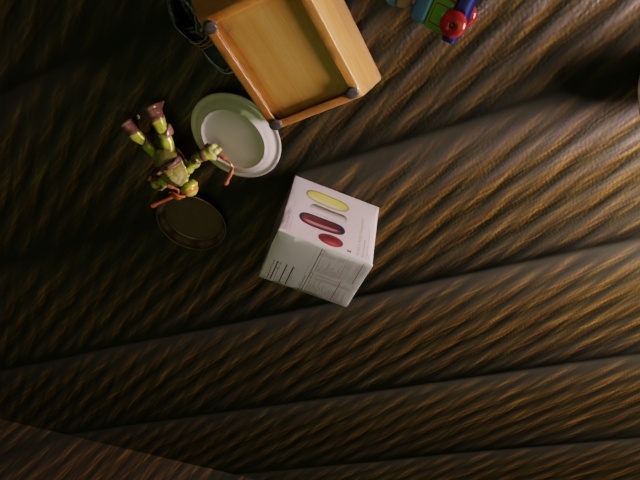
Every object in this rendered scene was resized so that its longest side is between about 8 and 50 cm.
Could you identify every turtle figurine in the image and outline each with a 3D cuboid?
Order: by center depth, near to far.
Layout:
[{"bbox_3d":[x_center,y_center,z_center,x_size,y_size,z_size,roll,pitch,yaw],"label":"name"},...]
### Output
[{"bbox_3d":[-0.326,-0.166,1.229,0.270,0.087,0.217,-18,112,37],"label":"turtle figurine"}]

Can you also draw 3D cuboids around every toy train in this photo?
[{"bbox_3d":[0.208,-0.448,0.900,0.143,0.105,0.248,29,128,8],"label":"toy train"}]

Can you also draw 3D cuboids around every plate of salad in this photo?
[{"bbox_3d":[-0.171,-0.217,1.203,0.200,0.048,0.199,13,135,14],"label":"plate of salad"}]

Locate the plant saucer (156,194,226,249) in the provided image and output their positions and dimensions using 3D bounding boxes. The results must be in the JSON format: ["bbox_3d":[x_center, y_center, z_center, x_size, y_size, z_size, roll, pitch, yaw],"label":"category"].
[{"bbox_3d":[-0.304,-0.048,1.393,0.169,0.029,0.168,6,133,6],"label":"plant saucer"}]

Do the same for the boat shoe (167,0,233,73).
[{"bbox_3d":[-0.212,-0.368,1.050,0.065,0.083,0.183,-14,128,22],"label":"boat shoe"}]

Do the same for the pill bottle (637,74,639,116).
[{"bbox_3d":[0.661,-0.242,0.962,0.229,0.131,0.131,-9,129,19],"label":"pill bottle"}]

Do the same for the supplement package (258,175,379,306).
[{"bbox_3d":[0.000,0.000,1.265,0.203,0.194,0.149,20,131,-8],"label":"supplement package"}]

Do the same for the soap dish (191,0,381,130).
[{"bbox_3d":[-0.056,-0.337,1.005,0.229,0.118,0.291,-16,135,23],"label":"soap dish"}]
